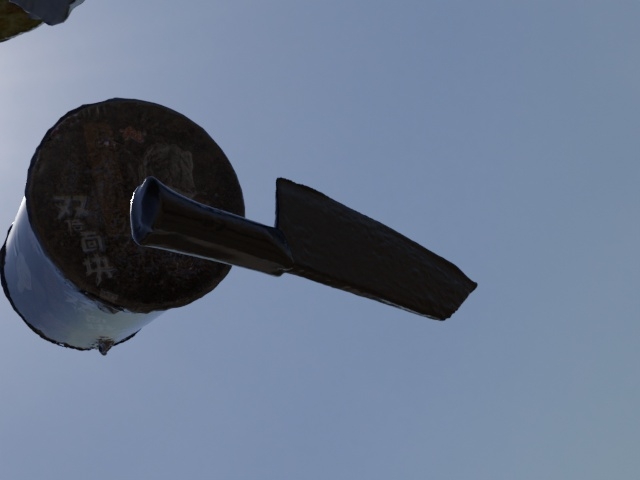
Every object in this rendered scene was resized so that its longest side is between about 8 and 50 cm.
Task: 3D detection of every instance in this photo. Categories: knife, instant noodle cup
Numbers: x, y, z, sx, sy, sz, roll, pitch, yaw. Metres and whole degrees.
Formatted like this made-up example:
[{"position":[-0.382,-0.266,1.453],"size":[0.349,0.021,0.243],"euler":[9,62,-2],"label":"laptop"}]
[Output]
[{"position":[0.000,0.000,0.926],"size":[0.230,0.060,0.028],"euler":[18,-33,-35],"label":"knife"},{"position":[-0.207,-0.001,1.725],"size":[0.217,0.217,0.207],"euler":[-25,-8,-30],"label":"instant noodle cup"}]

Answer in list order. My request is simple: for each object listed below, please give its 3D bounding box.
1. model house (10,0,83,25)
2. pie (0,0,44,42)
[{"position":[-0.161,-0.292,0.812],"size":[0.284,0.298,0.243],"euler":[-51,-19,-39],"label":"model house"},{"position":[-0.311,-0.292,1.629],"size":[0.240,0.054,0.240],"euler":[-4,-63,-8],"label":"pie"}]
